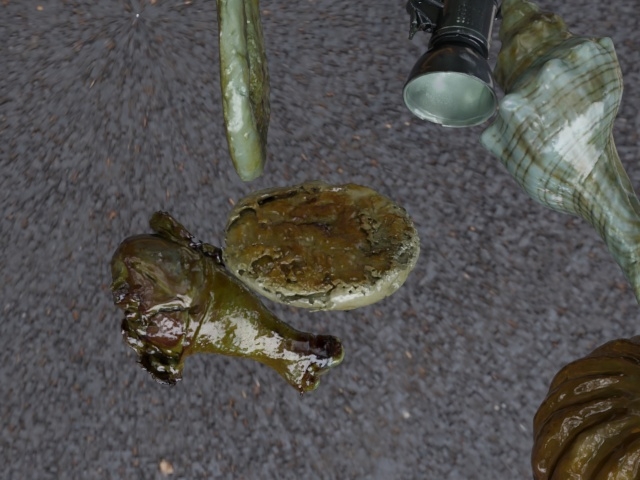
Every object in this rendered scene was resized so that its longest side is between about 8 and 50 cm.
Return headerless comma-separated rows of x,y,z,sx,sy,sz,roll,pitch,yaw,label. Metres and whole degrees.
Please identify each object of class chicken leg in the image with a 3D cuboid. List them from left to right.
-0.160,0.129,1.521,0.361,0.140,0.211,39,89,-4,chicken leg

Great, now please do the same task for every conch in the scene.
0.275,-0.107,1.189,0.169,0.203,0.386,-11,88,33,conch

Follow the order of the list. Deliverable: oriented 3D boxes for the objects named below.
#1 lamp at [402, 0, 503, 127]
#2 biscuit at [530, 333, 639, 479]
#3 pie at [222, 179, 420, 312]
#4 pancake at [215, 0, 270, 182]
0.210,-0.313,1.636,0.171,0.147,0.228,14,63,-5,lamp
0.376,0.200,1.055,0.325,0.326,0.107,-12,126,-7,biscuit
0.000,0.000,1.415,0.274,0.274,0.055,-2,129,-10,pie
-0.031,-0.076,0.419,0.017,0.108,0.108,-4,103,0,pancake
